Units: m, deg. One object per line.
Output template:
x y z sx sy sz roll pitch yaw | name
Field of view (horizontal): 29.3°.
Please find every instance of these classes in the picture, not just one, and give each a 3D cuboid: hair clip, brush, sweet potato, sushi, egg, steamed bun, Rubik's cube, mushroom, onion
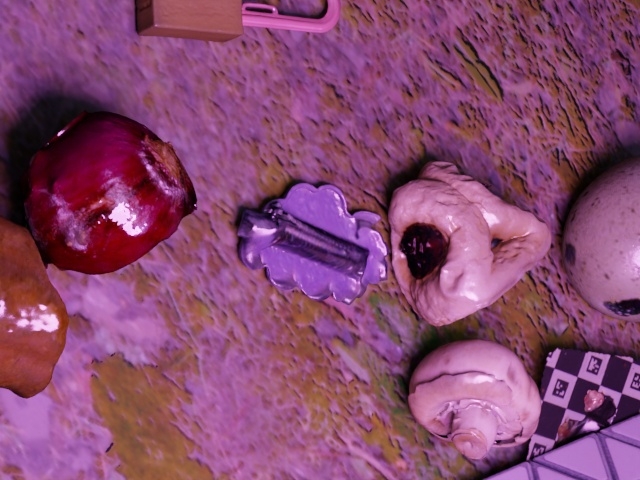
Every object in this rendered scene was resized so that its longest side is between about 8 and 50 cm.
0.001 0.001 1.295 0.195 0.052 0.124 19 85 -34 | hair clip
-0.075 -0.253 1.254 0.233 0.047 0.103 1 89 -31 | brush
-0.378 0.011 1.012 0.370 0.158 0.157 29 75 -27 | sweet potato
0.310 0.233 1.476 0.193 0.040 0.210 11 93 -33 | sushi
0.382 -0.010 1.451 0.177 0.177 0.228 42 55 -23 | egg
0.145 -0.009 1.341 0.172 0.141 0.155 -37 95 -30 | steamed bun
0.331 0.341 1.399 0.233 0.229 0.228 65 15 16 | Rubik's cube
0.169 0.179 1.333 0.154 0.154 0.122 35 46 -26 | mushroom
-0.222 -0.038 1.110 0.198 0.173 0.135 -26 104 4 | onion
